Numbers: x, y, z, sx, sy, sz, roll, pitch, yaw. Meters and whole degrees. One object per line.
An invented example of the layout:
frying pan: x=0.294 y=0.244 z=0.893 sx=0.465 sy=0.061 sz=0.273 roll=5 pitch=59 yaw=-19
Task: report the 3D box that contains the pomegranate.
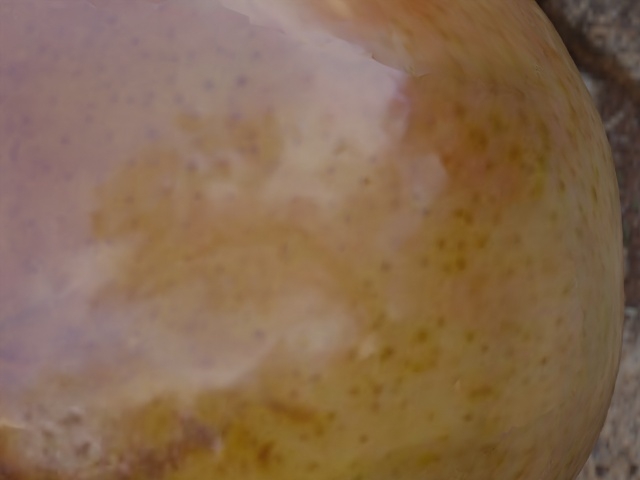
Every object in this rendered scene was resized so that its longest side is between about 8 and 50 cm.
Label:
pomegranate: x=-0.059 y=0.007 z=0.546 sx=0.319 sy=0.319 sz=0.319 roll=-2 pitch=54 yaw=3
